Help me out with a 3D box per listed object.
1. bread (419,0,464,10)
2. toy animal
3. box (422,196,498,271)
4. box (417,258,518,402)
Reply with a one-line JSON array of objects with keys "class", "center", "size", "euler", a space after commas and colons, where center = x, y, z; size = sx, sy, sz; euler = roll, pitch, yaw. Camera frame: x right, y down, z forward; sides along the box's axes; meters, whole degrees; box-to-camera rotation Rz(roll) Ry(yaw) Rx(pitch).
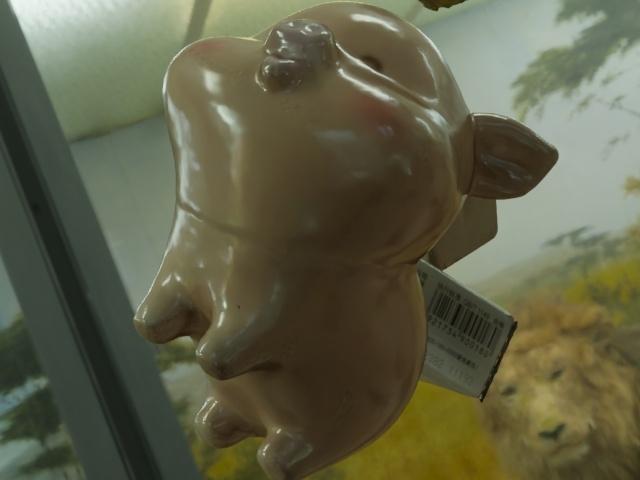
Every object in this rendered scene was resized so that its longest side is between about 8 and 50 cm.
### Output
[{"class": "bread", "center": [0.156, -0.470, 1.423], "size": [0.110, 0.234, 0.184], "euler": [-18, -7, 18]}, {"class": "toy animal", "center": [0.000, 0.000, 0.668], "size": [0.237, 0.326, 0.269], "euler": [21, 53, 27]}, {"class": "box", "center": [0.128, -0.023, 1.008], "size": [0.122, 0.089, 0.062], "euler": [-30, 37, -30]}, {"class": "box", "center": [0.069, 0.060, 0.901], "size": [0.099, 0.182, 0.133], "euler": [-63, 23, -9]}]
